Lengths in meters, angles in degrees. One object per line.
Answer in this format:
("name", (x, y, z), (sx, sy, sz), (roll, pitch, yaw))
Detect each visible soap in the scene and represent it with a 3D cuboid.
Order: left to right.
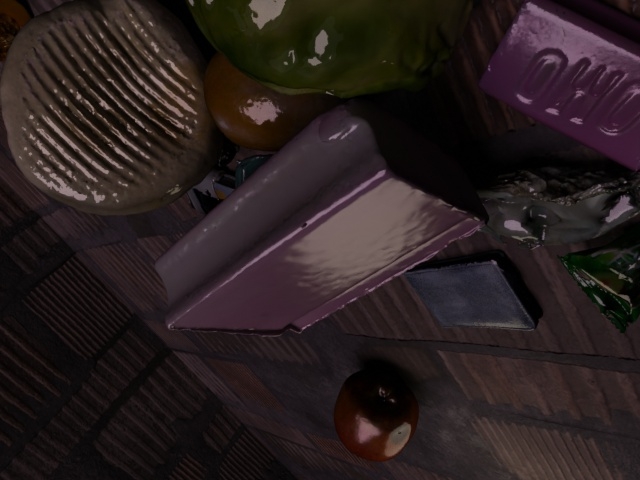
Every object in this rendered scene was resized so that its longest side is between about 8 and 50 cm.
("soap", (0.286, -0.172, 0.502), (0.203, 0.065, 0.122), (32, 146, 10))

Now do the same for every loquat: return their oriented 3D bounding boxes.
("loquat", (-0.060, -0.212, 0.685), (0.227, 0.179, 0.179), (9, 137, 31))

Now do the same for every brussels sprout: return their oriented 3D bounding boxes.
("brussels sprout", (0.010, -0.262, 0.477), (0.294, 0.260, 0.227), (1, 127, -20))

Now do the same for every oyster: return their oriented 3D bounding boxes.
("oyster", (0.279, -0.051, 0.633), (0.199, 0.087, 0.252), (26, 153, 2))

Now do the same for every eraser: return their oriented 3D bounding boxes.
("eraser", (0.000, 0.000, 0.621), (0.359, 0.123, 0.272), (-36, 148, 31))

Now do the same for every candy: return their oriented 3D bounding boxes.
("candy", (0.423, 0.020, 0.594), (0.141, 0.078, 0.203), (35, 136, -14))

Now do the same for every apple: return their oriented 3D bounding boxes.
("apple", (0.143, 0.450, 1.249), (0.229, 0.230, 0.230), (25, 144, 20))

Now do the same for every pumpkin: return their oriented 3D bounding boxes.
("pumpkin", (-0.738, -0.439, 1.055), (0.139, 0.190, 0.281), (25, 145, 18))

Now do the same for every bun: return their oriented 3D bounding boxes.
("bun", (-0.347, -0.223, 0.825), (0.365, 0.365, 0.219), (48, 176, -14))

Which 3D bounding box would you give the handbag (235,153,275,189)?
("handbag", (-0.006, -0.026, 0.793), (0.274, 0.268, 0.100), (109, 150, -52))

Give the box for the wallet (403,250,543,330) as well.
("wallet", (0.272, 0.099, 0.868), (0.167, 0.036, 0.222), (50, 147, -18))

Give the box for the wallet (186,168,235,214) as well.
("wallet", (-0.233, -0.094, 1.094), (0.230, 0.069, 0.170), (20, 147, 28))

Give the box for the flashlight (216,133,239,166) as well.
("flashlight", (-0.278, -0.225, 0.963), (0.231, 0.093, 0.093), (31, 146, 10))
